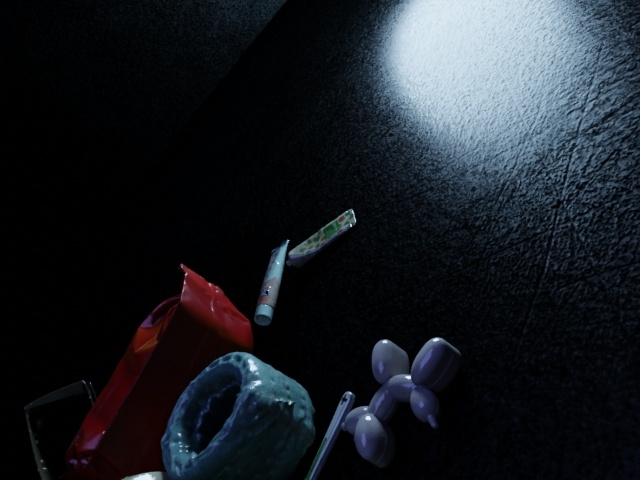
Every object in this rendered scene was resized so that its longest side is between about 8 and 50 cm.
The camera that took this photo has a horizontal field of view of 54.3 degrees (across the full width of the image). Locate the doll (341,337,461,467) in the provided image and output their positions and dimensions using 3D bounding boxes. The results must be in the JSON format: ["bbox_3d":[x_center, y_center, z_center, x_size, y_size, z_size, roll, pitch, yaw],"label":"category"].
[{"bbox_3d":[0.093,0.202,0.782,0.161,0.059,0.160,-15,45,50],"label":"doll"}]

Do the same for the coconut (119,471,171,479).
[{"bbox_3d":[-0.259,0.447,0.884,0.241,0.241,0.241,-38,31,28],"label":"coconut"}]

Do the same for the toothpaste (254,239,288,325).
[{"bbox_3d":[-0.096,0.081,1.245,0.056,0.036,0.205,-36,28,34],"label":"toothpaste"}]

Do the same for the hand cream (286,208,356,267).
[{"bbox_3d":[0.000,0.000,1.195,0.165,0.037,0.057,-37,31,17],"label":"hand cream"}]

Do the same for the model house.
[{"bbox_3d":[-0.503,0.426,1.357,0.204,0.211,0.243,-20,-17,-21],"label":"model house"}]

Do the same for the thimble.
[{"bbox_3d":[-0.119,0.281,0.931,0.235,0.143,0.198,-33,35,36],"label":"thimble"}]

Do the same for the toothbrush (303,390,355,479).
[{"bbox_3d":[-0.029,0.342,0.842,0.030,0.030,0.304,4,61,59],"label":"toothbrush"}]

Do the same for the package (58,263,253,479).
[{"bbox_3d":[-0.278,0.269,1.135,0.123,0.196,0.423,4,61,54],"label":"package"}]
